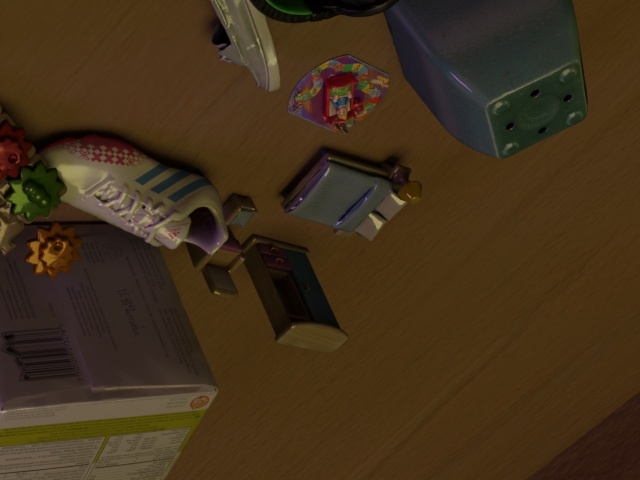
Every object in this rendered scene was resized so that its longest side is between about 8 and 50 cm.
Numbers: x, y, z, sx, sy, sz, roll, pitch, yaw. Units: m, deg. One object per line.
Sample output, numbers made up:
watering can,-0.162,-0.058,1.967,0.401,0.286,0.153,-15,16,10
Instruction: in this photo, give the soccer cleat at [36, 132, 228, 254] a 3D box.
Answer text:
soccer cleat,-0.267,-0.061,2.015,0.331,0.143,0.116,12,131,-43

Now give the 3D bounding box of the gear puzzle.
gear puzzle,-0.439,-0.058,1.865,0.175,0.044,0.339,-42,129,-10

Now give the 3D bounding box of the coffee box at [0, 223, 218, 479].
coffee box,-0.413,0.205,2.104,0.338,0.337,0.334,-2,140,-33

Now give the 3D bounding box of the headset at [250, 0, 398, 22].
headset,0.081,-0.389,1.761,0.394,0.185,0.243,-21,148,-24

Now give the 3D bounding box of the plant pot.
plant pot,0.261,-0.268,1.987,0.248,0.252,0.247,-26,147,0

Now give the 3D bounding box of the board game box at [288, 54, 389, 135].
board game box,0.036,-0.215,2.107,0.133,0.033,0.169,-43,143,24

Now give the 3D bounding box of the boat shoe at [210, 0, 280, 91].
boat shoe,-0.112,-0.288,1.881,0.081,0.079,0.227,-18,140,0

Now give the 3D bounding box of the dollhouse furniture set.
dollhouse furniture set,0.000,0.000,2.227,0.286,0.198,0.303,15,129,-45
